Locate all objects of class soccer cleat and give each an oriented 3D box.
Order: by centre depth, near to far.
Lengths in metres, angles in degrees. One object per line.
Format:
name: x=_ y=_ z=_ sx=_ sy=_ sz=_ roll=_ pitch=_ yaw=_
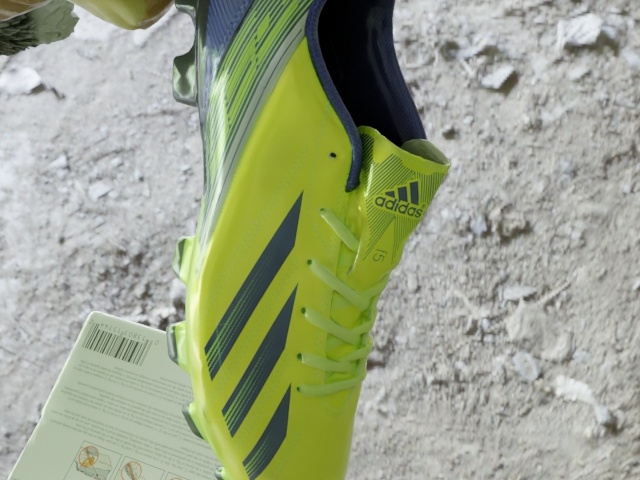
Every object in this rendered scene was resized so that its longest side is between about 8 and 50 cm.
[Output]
soccer cleat: x=-0.001 y=0.000 z=0.438 sx=0.121 sy=0.093 sz=0.289 roll=2 pitch=98 yaw=25

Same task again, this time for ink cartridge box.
ink cartridge box: x=-0.177 y=0.236 z=1.043 sx=0.296 sy=0.066 sz=0.261 roll=14 pitch=67 yaw=22

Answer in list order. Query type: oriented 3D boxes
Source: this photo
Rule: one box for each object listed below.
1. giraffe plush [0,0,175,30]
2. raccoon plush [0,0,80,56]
giraffe plush: x=-0.190 y=-0.163 z=0.443 sx=0.170 sy=0.210 sz=0.181 roll=-20 pitch=67 yaw=37
raccoon plush: x=-0.457 y=-0.108 z=0.900 sx=0.447 sy=0.216 sz=0.299 roll=-1 pitch=96 yaw=-12
